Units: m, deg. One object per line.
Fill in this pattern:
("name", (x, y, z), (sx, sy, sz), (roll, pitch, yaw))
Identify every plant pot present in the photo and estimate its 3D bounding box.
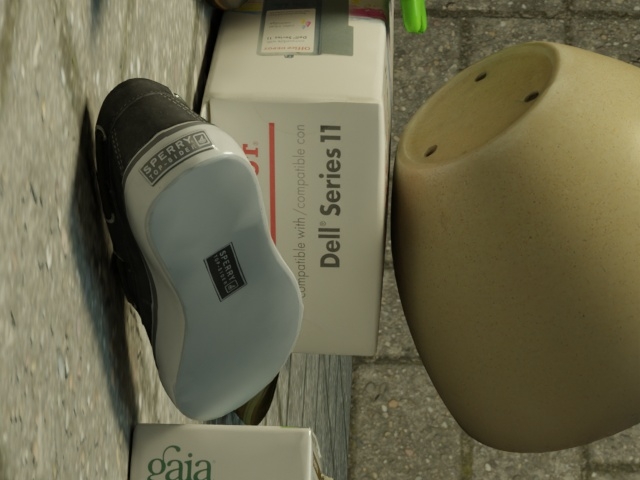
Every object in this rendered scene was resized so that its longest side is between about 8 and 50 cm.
("plant pot", (0.157, -0.022, 1.331), (0.191, 0.284, 0.284), (52, 23, -25))

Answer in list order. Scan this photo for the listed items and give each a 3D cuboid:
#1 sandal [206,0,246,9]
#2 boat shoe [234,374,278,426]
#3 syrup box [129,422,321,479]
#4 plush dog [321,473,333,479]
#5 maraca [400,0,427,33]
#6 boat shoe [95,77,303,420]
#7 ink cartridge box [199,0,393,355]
("sandal", (-0.047, -0.198, 1.221), (0.219, 0.060, 0.090), (57, 34, -83))
("boat shoe", (-0.049, 0.077, 1.452), (0.153, 0.048, 0.056), (-76, 180, -47))
("syrup box", (-0.051, 0.216, 0.997), (0.096, 0.093, 0.237), (77, 15, -74))
("plush dog", (0.020, 0.328, 1.651), (0.225, 0.211, 0.262), (170, -76, -67))
("maraca", (0.052, -0.223, 1.286), (0.127, 0.099, 0.185), (-80, 162, -44))
("boat shoe", (-0.066, 0.005, 0.934), (0.076, 0.080, 0.228), (51, -12, 29))
("ink cartridge box", (-0.011, -0.061, 1.347), (0.353, 0.119, 0.207), (-83, 174, -56))
